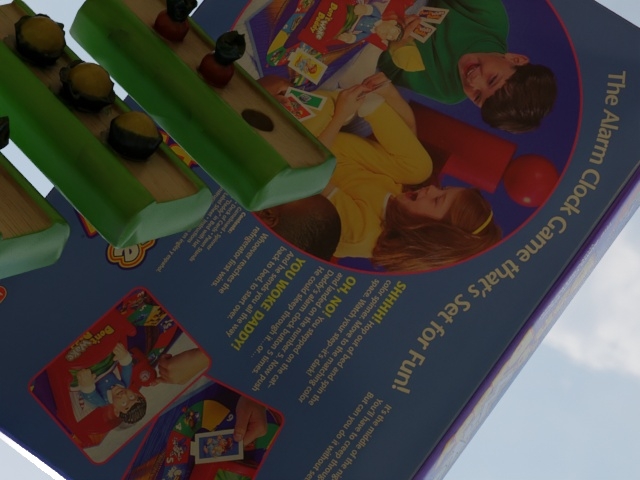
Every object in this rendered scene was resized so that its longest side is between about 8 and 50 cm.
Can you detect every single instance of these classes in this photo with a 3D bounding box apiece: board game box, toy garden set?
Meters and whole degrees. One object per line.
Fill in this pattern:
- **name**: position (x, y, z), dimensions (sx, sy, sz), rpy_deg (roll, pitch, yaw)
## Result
- **board game box**: position (0.000, 0.000, 0.967), dimensions (0.233, 0.078, 0.347), rpy_deg (35, -102, 14)
- **toy garden set**: position (-0.133, -0.078, 0.656), dimensions (0.204, 0.049, 0.244), rpy_deg (45, -145, 23)
